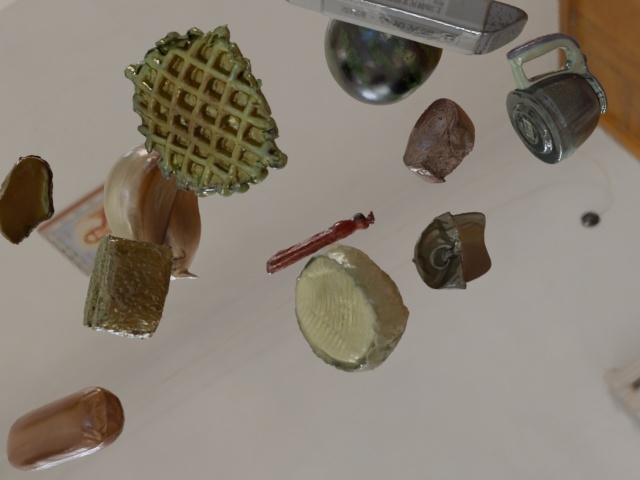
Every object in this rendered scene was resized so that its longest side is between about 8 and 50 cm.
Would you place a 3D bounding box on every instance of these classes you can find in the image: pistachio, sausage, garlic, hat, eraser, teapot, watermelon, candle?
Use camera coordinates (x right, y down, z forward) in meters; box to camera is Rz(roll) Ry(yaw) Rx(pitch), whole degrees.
[{"bbox_3d":[-0.452,-0.055,1.228,0.089,0.049,0.172,39,-139,-32],"label":"pistachio"},{"bbox_3d":[-0.432,0.319,1.348,0.105,0.274,0.105,32,-134,-39],"label":"sausage"},{"bbox_3d":[-0.358,-0.073,1.782,0.250,0.313,0.286,14,-174,-16],"label":"garlic"},{"bbox_3d":[0.286,0.019,1.749,0.173,0.144,0.166,-11,-88,-68],"label":"hat"},{"bbox_3d":[0.120,-0.339,1.167,0.352,0.061,0.089,16,168,3],"label":"eraser"},{"bbox_3d":[0.298,-0.183,1.030,0.149,0.108,0.111,57,172,6],"label":"teapot"},{"bbox_3d":[0.132,-0.420,1.722,0.269,0.269,0.269,55,176,6],"label":"watermelon"},{"bbox_3d":[0.000,0.000,2.072,0.048,0.329,0.051,5,119,65],"label":"candle"}]

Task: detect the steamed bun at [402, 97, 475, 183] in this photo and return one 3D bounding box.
[{"bbox_3d":[0.254,-0.207,1.704,0.106,0.175,0.145,33,-179,27],"label":"steamed bun"}]

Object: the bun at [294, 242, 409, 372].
[{"bbox_3d":[0.072,0.133,1.596,0.259,0.152,0.259,20,119,42],"label":"bun"}]

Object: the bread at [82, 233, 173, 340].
[{"bbox_3d":[-0.370,0.092,1.551,0.138,0.196,0.102,15,177,-25],"label":"bread"}]

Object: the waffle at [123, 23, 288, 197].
[{"bbox_3d":[-0.144,-0.154,0.991,0.054,0.208,0.214,-36,-72,-55],"label":"waffle"}]
